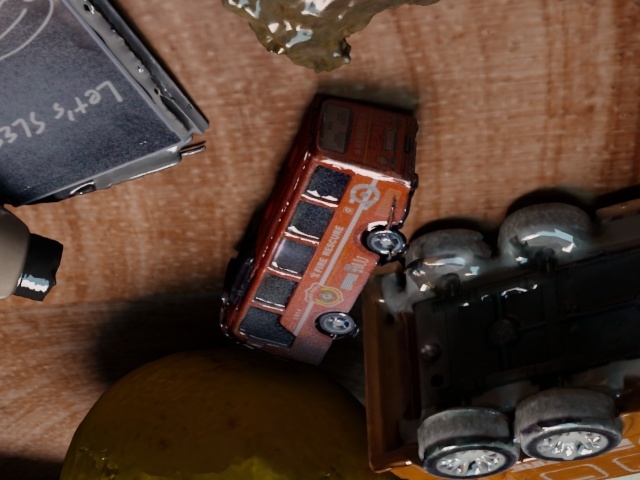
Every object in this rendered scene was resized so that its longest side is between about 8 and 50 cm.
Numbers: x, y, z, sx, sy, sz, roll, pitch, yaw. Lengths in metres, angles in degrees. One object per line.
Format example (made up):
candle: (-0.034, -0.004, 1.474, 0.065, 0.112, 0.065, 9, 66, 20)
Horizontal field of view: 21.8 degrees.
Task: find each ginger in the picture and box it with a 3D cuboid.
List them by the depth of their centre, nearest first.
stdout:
ginger: (0.069, -0.178, 0.860, 0.122, 0.084, 0.290, 34, 131, -30)

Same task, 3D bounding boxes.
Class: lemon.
lemon: (-0.065, 0.205, 1.235, 0.257, 0.310, 0.258, -20, 128, -27)

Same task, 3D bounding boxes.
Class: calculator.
calculator: (-0.192, -0.108, 0.999, 0.165, 0.028, 0.274, -17, 144, 15)

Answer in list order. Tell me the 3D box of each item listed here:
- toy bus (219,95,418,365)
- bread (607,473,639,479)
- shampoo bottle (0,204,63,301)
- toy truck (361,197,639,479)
toy bus: (0.000, 0.000, 1.127, 0.096, 0.074, 0.235, 17, 141, -10)
bread: (0.305, 0.232, 1.387, 0.266, 0.040, 0.267, 1, 111, 2)
shampoo bottle: (-0.292, -0.013, 1.066, 0.256, 0.078, 0.127, 19, 163, -15)
toy truck: (0.237, 0.074, 1.155, 0.387, 0.173, 0.207, -15, 149, 22)
